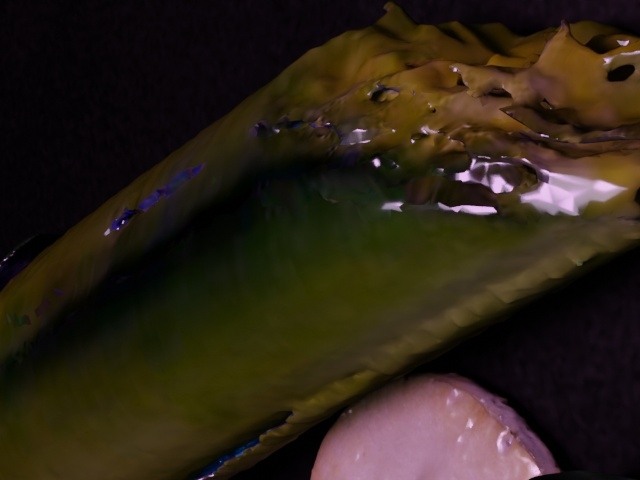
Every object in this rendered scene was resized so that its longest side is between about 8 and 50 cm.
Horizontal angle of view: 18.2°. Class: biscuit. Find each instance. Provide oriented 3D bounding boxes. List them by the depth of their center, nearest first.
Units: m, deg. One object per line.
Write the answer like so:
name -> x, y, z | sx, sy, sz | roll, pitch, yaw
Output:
biscuit -> 0.043, 0.121, 0.738 | 0.152, 0.020, 0.152 | 9, 102, 47

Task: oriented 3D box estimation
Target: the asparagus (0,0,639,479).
asparagus -> 0.000, 0.000, 0.707 | 0.382, 0.108, 0.128 | -32, 70, 44

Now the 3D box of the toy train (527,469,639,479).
toy train -> 0.135, 0.149, 0.595 | 0.200, 0.083, 0.132 | 7, 91, 41
